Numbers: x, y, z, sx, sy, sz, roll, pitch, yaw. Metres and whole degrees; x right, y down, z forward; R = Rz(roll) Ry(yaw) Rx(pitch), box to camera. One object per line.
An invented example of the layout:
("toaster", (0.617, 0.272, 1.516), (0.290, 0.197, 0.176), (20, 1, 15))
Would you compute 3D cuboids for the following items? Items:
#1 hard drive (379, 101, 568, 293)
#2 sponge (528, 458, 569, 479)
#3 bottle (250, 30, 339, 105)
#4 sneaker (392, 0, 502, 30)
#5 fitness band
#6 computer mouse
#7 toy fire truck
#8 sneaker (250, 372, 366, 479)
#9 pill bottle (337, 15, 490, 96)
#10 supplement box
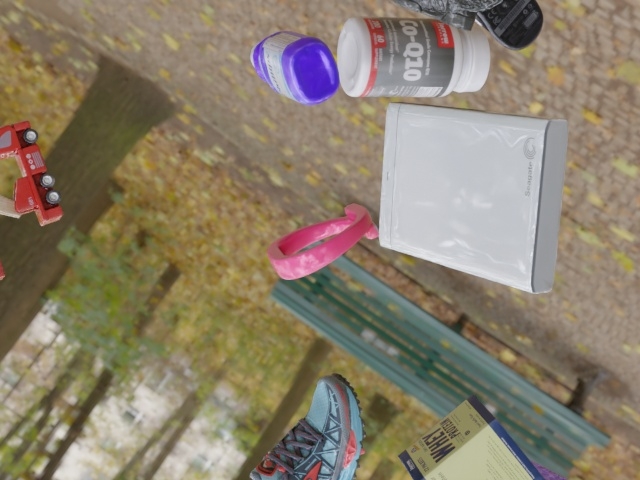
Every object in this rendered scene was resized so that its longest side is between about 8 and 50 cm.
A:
("hard drive", (0.208, -0.074, 1.489), (0.047, 0.233, 0.353), (-3, -168, -32))
("sponge", (0.317, 0.461, 1.687), (0.117, 0.210, 0.031), (23, 152, 32))
("bottle", (-0.057, -0.320, 1.851), (0.283, 0.092, 0.118), (38, 152, 63))
("sneaker", (0.193, -0.377, 1.546), (0.170, 0.089, 0.051), (27, -159, 18))
("fitness band", (0.000, 0.000, 1.961), (0.291, 0.209, 0.054), (-141, 26, -78))
("computer mouse", (0.291, -0.454, 1.713), (0.262, 0.184, 0.060), (32, -173, -25))
("toy fire truck", (-0.415, -0.052, 1.344), (0.047, 0.135, 0.192), (-21, 89, 67))
("sneaker", (-0.024, 0.298, 1.326), (0.125, 0.261, 0.104), (13, 178, -24))
("pill bottle", (0.190, -0.373, 2.086), (0.283, 0.161, 0.161), (-3, 180, -18))
("supplement box", (0.126, 0.190, 0.844), (0.083, 0.083, 0.056), (51, 180, -17))
